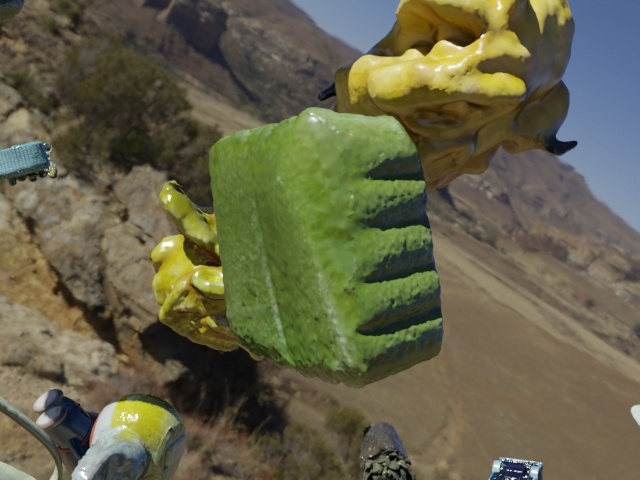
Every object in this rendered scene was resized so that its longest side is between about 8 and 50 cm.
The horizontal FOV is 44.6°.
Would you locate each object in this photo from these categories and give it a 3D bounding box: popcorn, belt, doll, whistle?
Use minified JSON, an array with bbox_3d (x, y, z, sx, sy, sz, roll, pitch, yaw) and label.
[{"bbox_3d":[0.160,-0.180,0.862,0.281,0.316,0.297,41,56,13],"label":"popcorn"},{"bbox_3d":[-0.519,-0.115,1.235,0.179,0.065,0.100,-13,3,-9],"label":"belt"},{"bbox_3d":[-0.329,0.266,1.061,0.114,0.085,0.152,56,-4,47],"label":"doll"},{"bbox_3d":[-0.160,0.063,1.409,0.321,0.290,0.326,14,-9,-43],"label":"popcorn"},{"bbox_3d":[-0.238,0.250,0.918,0.123,0.123,0.223,34,13,8],"label":"whistle"}]

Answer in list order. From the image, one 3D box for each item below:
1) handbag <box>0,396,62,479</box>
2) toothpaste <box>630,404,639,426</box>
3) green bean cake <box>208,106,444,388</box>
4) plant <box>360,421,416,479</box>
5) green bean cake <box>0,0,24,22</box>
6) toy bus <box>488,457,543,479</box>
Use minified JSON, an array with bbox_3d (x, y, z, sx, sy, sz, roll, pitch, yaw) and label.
[{"bbox_3d":[-0.358,0.204,0.694,0.256,0.219,0.079,48,8,-40],"label":"handbag"},{"bbox_3d":[0.318,0.110,0.506,0.218,0.041,0.064,-11,31,-2],"label":"toothpaste"},{"bbox_3d":[0.000,0.000,0.733,0.125,0.248,0.222,-16,13,-34],"label":"green bean cake"},{"bbox_3d":[0.120,0.404,1.432,0.092,0.094,0.143,54,17,-34],"label":"plant"},{"bbox_3d":[-0.447,-0.292,0.785,0.227,0.223,0.125,65,25,-17],"label":"green bean cake"},{"bbox_3d":[0.347,0.477,1.419,0.090,0.106,0.185,2,11,27],"label":"toy bus"}]
